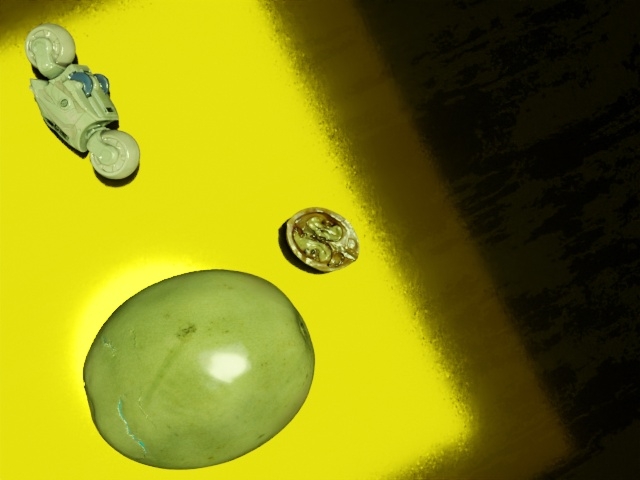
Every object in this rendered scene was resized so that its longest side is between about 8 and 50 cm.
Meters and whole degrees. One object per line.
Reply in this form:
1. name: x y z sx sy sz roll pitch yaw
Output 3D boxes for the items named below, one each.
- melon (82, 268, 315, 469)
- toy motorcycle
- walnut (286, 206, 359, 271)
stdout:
1. melon: -0.172 0.178 1.448 0.330 0.268 0.269 -23 89 10
2. toy motorcycle: -0.359 -0.197 1.542 0.112 0.112 0.254 -31 90 -11
3. walnut: 0.000 0.000 1.600 0.121 0.052 0.091 29 79 -8
